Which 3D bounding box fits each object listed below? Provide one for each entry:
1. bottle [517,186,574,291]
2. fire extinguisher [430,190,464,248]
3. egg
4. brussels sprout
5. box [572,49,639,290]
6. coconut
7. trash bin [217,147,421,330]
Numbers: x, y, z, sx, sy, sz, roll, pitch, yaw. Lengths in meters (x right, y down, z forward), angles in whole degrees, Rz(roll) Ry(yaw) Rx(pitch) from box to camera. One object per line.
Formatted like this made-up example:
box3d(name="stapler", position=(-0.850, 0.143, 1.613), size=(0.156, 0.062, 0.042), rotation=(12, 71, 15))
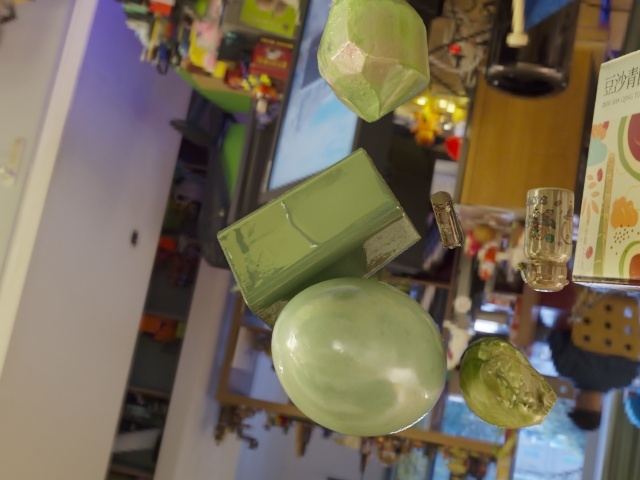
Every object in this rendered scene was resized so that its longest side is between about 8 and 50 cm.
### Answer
box3d(name="bottle", position=(0.462, 0.000, 1.929), size=(0.110, 0.209, 0.097), rotation=(7, 173, -15))
box3d(name="fire extinguisher", position=(0.266, -0.034, 1.958), size=(0.064, 0.043, 0.158), rotation=(14, 145, 32))
box3d(name="egg", position=(0.073, 0.207, 1.673), size=(0.276, 0.276, 0.389), rotation=(3, 162, 37))
box3d(name="brussels sprout", position=(0.324, 0.256, 1.670), size=(0.183, 0.131, 0.145), rotation=(50, 143, 3))
box3d(name="box", position=(0.549, -0.109, 1.466), size=(0.122, 0.386, 0.344), rotation=(9, 177, -12))
box3d(name="coconut", position=(0.095, -0.327, 1.692), size=(0.204, 0.236, 0.236), rotation=(6, 172, -26))
box3d(name="trash bin", position=(0.000, 0.000, 1.849), size=(0.343, 0.223, 0.158), rotation=(-33, 140, 4))
